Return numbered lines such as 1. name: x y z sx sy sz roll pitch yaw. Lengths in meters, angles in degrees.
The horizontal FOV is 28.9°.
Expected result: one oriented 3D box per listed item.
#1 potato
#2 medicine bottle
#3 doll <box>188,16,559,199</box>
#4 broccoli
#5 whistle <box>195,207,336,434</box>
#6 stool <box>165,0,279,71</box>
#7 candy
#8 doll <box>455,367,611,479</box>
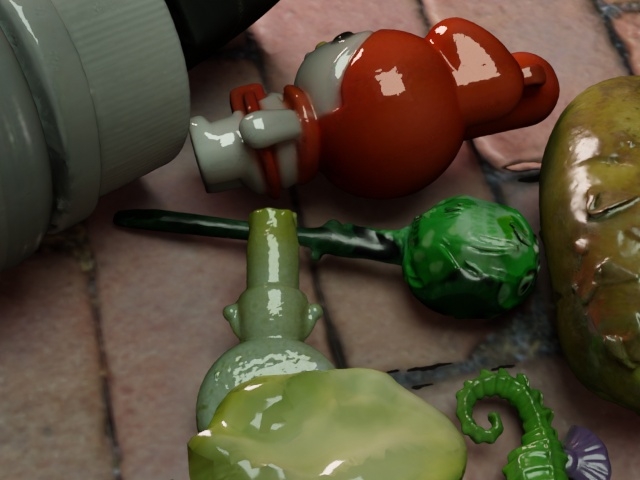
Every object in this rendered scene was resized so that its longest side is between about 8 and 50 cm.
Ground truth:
1. potato: 0.243 -0.008 0.901 0.176 0.141 0.298 26 51 -27
2. medicine bottle: -0.268 -0.088 0.846 0.306 0.245 0.245 -28 62 -31
3. doll: 0.047 -0.096 0.941 0.290 0.161 0.130 -15 81 -5
4. broccoli: -0.006 0.195 0.596 0.353 0.397 0.275 5 39 48
5. whistle: -0.032 0.070 0.848 0.104 0.057 0.198 0 72 0
6. stool: -0.136 -0.243 0.990 0.232 0.232 0.141 38 62 19
7. candy: 0.000 -0.002 0.925 0.323 0.097 0.097 7 54 8
8. doll: 0.144 0.169 0.828 0.115 0.050 0.190 0 53 -14
